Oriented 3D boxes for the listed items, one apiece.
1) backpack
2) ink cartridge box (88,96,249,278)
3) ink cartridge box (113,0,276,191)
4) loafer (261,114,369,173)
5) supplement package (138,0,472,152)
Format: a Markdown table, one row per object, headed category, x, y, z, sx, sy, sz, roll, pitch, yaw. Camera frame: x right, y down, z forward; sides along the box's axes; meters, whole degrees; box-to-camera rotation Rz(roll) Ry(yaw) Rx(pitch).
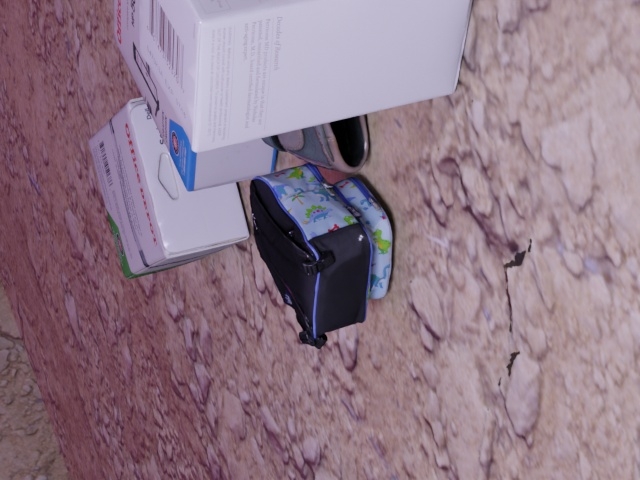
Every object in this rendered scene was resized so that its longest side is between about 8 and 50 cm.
| category | x | y | z | sx | sy | sz | roll | pitch | yaw |
| --- | --- | --- | --- | --- | --- | --- | --- | --- | --- |
| backpack | 0.000 | 0.000 | 1.252 | 0.114 | 0.084 | 0.105 | 52 | 153 | 40 |
| ink cartridge box | -0.149 | -0.052 | 1.632 | 0.208 | 0.087 | 0.153 | 162 | 94 | -72 |
| ink cartridge box | -0.106 | -0.167 | 1.432 | 0.148 | 0.086 | 0.203 | 98 | 150 | -48 |
| loafer | -0.001 | -0.162 | 1.168 | 0.084 | 0.096 | 0.267 | 35 | 146 | 34 |
| supplement package | -0.011 | -0.141 | 1.037 | 0.105 | 0.179 | 0.105 | 96 | 152 | -45 |
